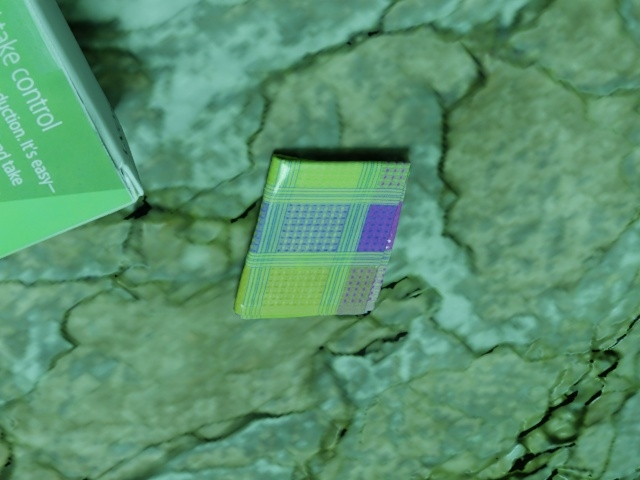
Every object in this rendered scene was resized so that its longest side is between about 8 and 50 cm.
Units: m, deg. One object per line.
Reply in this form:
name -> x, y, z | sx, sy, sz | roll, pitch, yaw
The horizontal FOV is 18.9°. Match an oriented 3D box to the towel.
towel -> 0.000, 0.000, 0.757 | 0.060, 0.009, 0.083 | 0, 130, -18

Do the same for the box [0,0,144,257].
box -> -0.246, -0.043, 0.603 | 0.322, 0.058, 0.232 | -21, 134, 2
